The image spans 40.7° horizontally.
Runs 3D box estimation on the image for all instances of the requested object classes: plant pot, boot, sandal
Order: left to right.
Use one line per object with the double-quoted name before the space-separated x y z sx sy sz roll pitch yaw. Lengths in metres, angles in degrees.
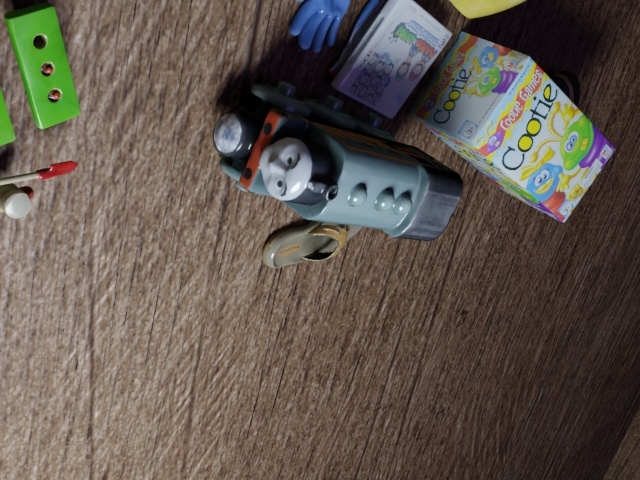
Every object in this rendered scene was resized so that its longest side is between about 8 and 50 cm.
"sandal" 0.000 0.000 1.213 0.180 0.049 0.072 -24 135 -33
"plant pot" 0.209 -0.345 1.115 0.095 0.134 0.134 -38 151 27
"boot" 0.365 -0.176 1.462 0.137 0.077 0.198 -25 122 -26

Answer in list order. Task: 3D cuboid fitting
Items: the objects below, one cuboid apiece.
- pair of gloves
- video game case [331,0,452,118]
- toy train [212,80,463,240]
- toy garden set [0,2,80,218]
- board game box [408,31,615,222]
"pair of gloves" 0.045 -0.280 1.060 0.159 0.023 0.198 -55 143 2
"video game case" 0.096 -0.237 1.124 0.143 0.019 0.157 -54 152 13
"toy train" 0.028 -0.088 1.054 0.333 0.190 0.142 8 112 -50
"toy garden set" -0.336 -0.084 0.777 0.244 0.049 0.204 -29 131 -31
"board game box" 0.288 -0.163 1.277 0.275 0.142 0.144 30 96 -42
